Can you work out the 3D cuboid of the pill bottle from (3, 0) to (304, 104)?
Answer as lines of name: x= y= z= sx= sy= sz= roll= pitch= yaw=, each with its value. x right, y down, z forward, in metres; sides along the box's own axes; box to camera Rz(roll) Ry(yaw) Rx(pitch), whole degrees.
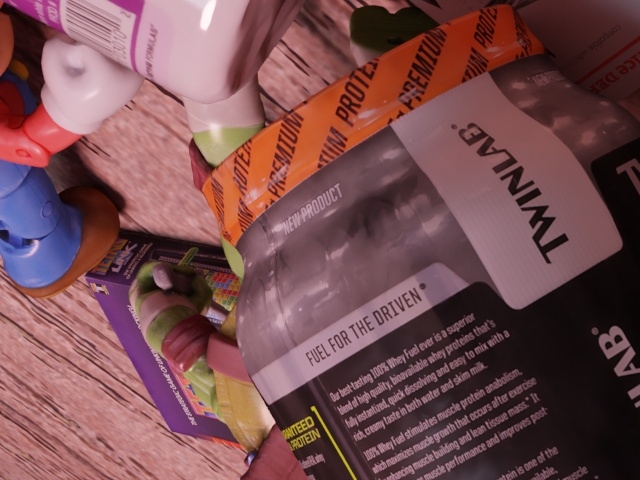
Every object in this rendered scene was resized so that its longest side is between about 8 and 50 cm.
pill bottle: x=-0.136 y=-0.196 z=0.731 sx=0.301 sy=0.169 sz=0.169 roll=29 pitch=147 yaw=4

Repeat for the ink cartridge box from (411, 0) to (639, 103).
ink cartridge box: x=0.109 y=-0.117 z=0.736 sx=0.180 sy=0.060 sz=0.104 roll=37 pitch=147 yaw=-10

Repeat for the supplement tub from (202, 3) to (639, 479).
supplement tub: x=0.093 y=0.076 z=0.698 sx=0.316 sy=0.193 sz=0.193 roll=60 pitch=145 yaw=4

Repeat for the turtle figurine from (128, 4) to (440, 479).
turtle figurine: x=0.000 y=0.000 z=0.910 sx=0.198 sy=0.274 sz=0.266 roll=18 pitch=122 yaw=32

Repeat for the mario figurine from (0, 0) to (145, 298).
mario figurine: x=-0.195 y=-0.099 z=0.993 sx=0.198 sy=0.170 sz=0.320 roll=-11 pitch=153 yaw=-2

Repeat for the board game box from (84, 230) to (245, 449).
board game box: x=-0.062 y=0.075 z=1.146 sx=0.141 sy=0.048 sz=0.170 roll=8 pitch=141 yaw=30
